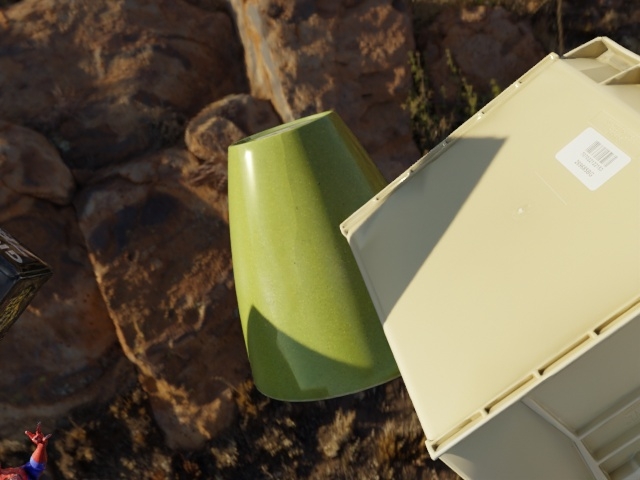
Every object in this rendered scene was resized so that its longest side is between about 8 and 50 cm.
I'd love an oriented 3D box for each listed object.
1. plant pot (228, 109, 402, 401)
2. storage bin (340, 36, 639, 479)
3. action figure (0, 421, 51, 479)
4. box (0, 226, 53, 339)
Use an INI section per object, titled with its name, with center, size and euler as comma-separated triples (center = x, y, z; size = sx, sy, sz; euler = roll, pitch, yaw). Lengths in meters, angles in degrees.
[plant pot]
center = 0.000, 0.000, 0.919
size = 0.275, 0.293, 0.275
euler = -18, 12, 4
[storage bin]
center = 0.167, 0.013, 0.516
size = 0.260, 0.123, 0.262
euler = -39, 30, 13
[action figure]
center = -0.309, 0.330, 0.862
size = 0.280, 0.139, 0.091
euler = 40, 47, 13
[box]
center = -0.394, 0.044, 0.508
size = 0.293, 0.073, 0.295
euler = 39, 92, -2
